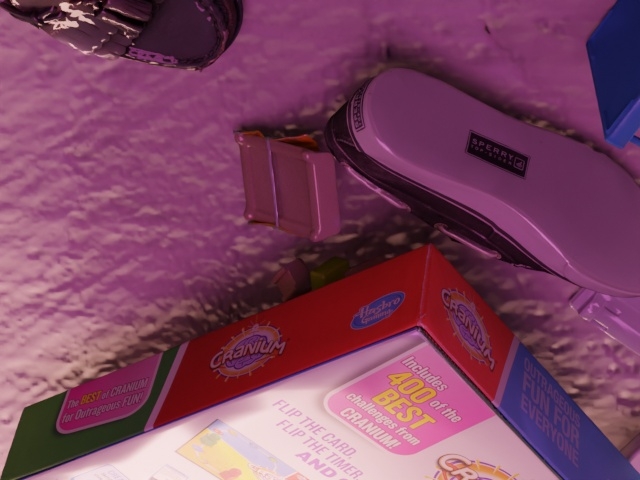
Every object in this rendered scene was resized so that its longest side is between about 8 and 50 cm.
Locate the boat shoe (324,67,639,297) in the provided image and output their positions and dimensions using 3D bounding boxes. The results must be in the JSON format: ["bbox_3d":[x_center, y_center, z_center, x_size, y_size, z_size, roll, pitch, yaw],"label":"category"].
[{"bbox_3d":[0.106,-0.029,1.035,0.219,0.077,0.070,30,154,-15],"label":"boat shoe"}]

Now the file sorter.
[{"bbox_3d":[0.235,-0.121,0.936,0.104,0.118,0.170,27,119,-14],"label":"file sorter"}]

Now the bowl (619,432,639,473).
[{"bbox_3d":[0.235,0.183,1.149,0.142,0.053,0.142,31,119,-11],"label":"bowl"}]

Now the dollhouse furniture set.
[{"bbox_3d":[0.000,0.000,1.068,0.076,0.059,0.151,16,119,48],"label":"dollhouse furniture set"}]

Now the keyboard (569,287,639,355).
[{"bbox_3d":[0.278,0.084,1.113,0.256,0.014,0.072,33,113,-13],"label":"keyboard"}]

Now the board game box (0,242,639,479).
[{"bbox_3d":[0.001,0.148,1.089,0.317,0.064,0.242,-23,128,29],"label":"board game box"}]

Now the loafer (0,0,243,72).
[{"bbox_3d":[-0.169,-0.162,0.971,0.268,0.084,0.096,30,119,-11],"label":"loafer"}]
